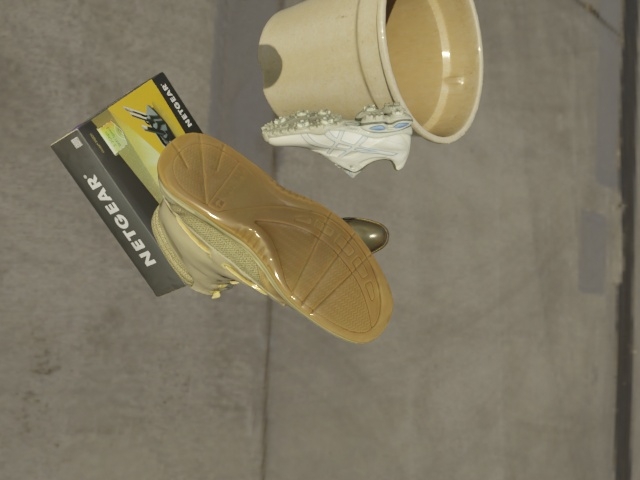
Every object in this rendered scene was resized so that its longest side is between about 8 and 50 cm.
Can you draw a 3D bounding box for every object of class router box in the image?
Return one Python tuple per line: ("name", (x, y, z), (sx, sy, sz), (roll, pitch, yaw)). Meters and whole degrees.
("router box", (-0.273, -0.099, 1.589), (0.309, 0.081, 0.243), (57, 39, -15))

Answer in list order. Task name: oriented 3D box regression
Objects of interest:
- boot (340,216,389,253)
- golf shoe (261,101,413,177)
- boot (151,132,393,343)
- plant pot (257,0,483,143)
("boot", (0.000, 0.000, 1.559), (0.106, 0.219, 0.082), (12, 74, -75))
("golf shoe", (0.020, -0.109, 1.088), (0.069, 0.176, 0.086), (-88, 175, -65))
("boot", (-0.060, 0.022, 0.939), (0.262, 0.203, 0.095), (36, 67, -1))
("plant pot", (0.072, -0.321, 1.631), (0.334, 0.305, 0.334), (4, 85, -53))
